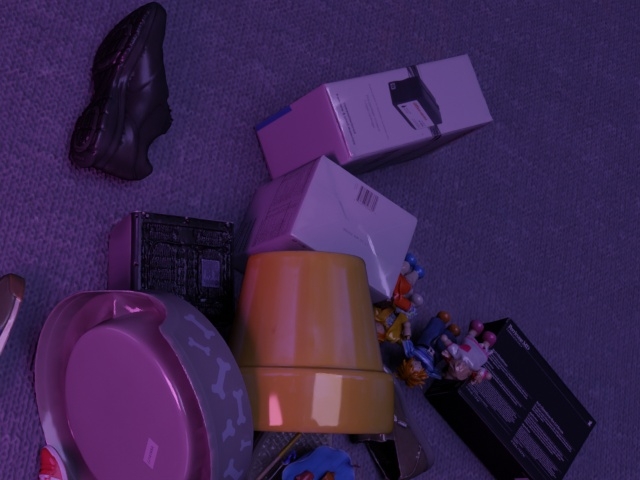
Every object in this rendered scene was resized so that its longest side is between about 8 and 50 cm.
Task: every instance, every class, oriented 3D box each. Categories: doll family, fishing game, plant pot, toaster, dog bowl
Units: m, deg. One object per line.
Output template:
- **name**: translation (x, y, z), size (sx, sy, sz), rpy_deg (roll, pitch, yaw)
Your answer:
- **doll family**: translation (0.157, 0.159, 1.819), size (0.263, 0.118, 0.163), rpy_deg (43, 39, 5)
- **fishing game**: translation (-0.014, 0.386, 1.616), size (0.189, 0.041, 0.264), rpy_deg (-42, 135, -16)
- **plant pot**: translation (-0.024, 0.142, 1.519), size (0.254, 0.254, 0.239), rpy_deg (6, 80, -32)
- **toaster**: translation (-0.214, 0.057, 1.620), size (0.168, 0.110, 0.185), rpy_deg (6, 75, -31)
- **dog bowl**: translation (-0.228, 0.222, 1.442), size (0.102, 0.349, 0.349), rpy_deg (-18, 88, -46)

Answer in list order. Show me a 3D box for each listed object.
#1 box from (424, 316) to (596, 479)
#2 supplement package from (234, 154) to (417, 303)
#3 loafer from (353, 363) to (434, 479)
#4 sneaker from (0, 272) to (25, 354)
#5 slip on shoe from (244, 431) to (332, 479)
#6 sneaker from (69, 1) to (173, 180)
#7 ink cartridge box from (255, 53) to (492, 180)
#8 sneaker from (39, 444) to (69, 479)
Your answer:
- **box**: translation (0.333, 0.293, 1.923), size (0.261, 0.103, 0.184), rpy_deg (50, 60, -12)
- **supplement package**: translation (0.000, 0.000, 1.717), size (0.194, 0.203, 0.149), rpy_deg (34, 62, -23)
- **loafer**: translation (0.092, 0.285, 1.772), size (0.087, 0.094, 0.251), rpy_deg (-41, 101, -38)
- **sneaker**: translation (-0.464, 0.120, 1.468), size (0.086, 0.064, 0.192), rpy_deg (29, 67, -30)
- **slip on shoe**: translation (-0.043, 0.278, 1.684), size (0.123, 0.101, 0.331), rpy_deg (14, 83, -13)
- **sneaker**: translation (-0.278, -0.221, 1.666), size (0.130, 0.109, 0.286), rpy_deg (27, 71, -36)
- **ink cartridge box**: translation (0.087, -0.189, 1.808), size (0.307, 0.223, 0.129), rpy_deg (-17, 86, -35)
- **sneaker**: translation (-0.373, 0.339, 1.487), size (0.067, 0.042, 0.118), rpy_deg (-14, 88, -38)
